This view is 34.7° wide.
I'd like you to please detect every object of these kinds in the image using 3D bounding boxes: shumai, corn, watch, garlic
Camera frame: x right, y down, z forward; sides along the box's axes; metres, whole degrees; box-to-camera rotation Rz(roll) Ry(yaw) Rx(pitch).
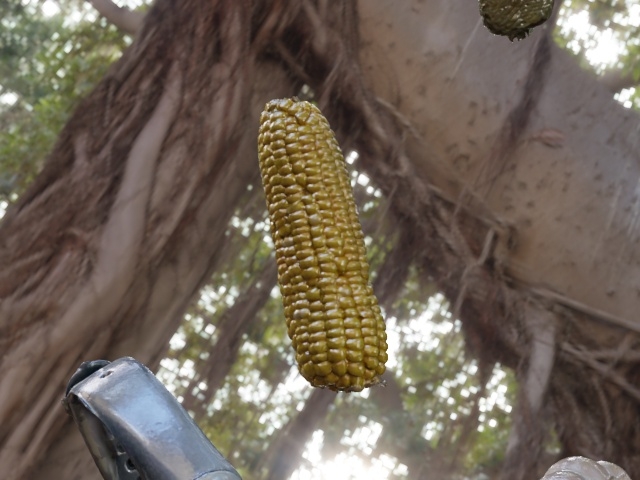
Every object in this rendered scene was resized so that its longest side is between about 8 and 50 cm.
[{"bbox_3d":[0.190,-0.242,1.021,0.082,0.083,0.080,24,9,-14],"label":"shumai"},{"bbox_3d":[0.000,0.002,1.029,0.101,0.313,0.102,-9,-14,-2],"label":"corn"},{"bbox_3d":[-0.112,0.187,0.751,0.193,0.068,0.206,30,-38,49],"label":"watch"},{"bbox_3d":[0.399,0.435,1.527,0.227,0.228,0.152,31,-52,-3],"label":"garlic"}]
